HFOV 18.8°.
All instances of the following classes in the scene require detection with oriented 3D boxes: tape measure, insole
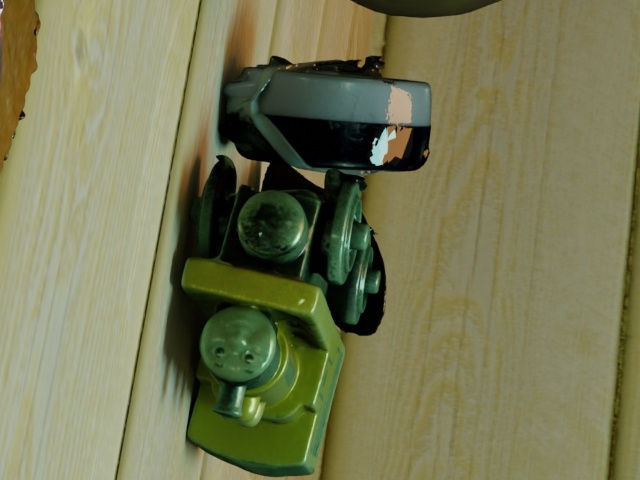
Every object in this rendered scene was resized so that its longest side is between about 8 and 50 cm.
[{"bbox_3d":[0.008,-0.111,1.704,0.182,0.181,0.107,-37,130,-83],"label":"tape measure"},{"bbox_3d":[0.000,0.000,1.891,0.348,0.009,0.119,-139,-124,-63],"label":"insole"}]

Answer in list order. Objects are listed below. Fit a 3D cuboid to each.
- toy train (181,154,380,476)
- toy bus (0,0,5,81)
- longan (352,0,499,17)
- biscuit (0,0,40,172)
[{"bbox_3d":[-0.043,0.068,1.629,0.369,0.150,0.237,69,34,-77],"label":"toy train"},{"bbox_3d":[-0.140,0.033,0.560,0.112,0.090,0.274,-104,-160,-83],"label":"toy bus"},{"bbox_3d":[0.075,-0.333,1.504,0.319,0.319,0.318,7,90,-86],"label":"longan"},{"bbox_3d":[-0.150,-0.076,0.766,0.232,0.013,0.236,92,6,-50],"label":"biscuit"}]
